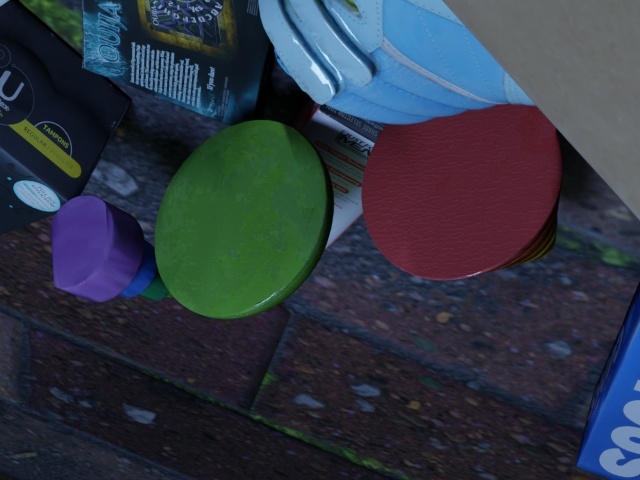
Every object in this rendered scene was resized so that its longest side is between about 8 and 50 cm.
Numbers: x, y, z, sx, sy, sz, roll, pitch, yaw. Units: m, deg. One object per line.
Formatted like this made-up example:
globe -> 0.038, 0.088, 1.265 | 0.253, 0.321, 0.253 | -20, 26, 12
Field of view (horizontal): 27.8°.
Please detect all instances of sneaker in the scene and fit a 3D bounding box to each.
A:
sneaker -> 0.017, -0.163, 0.608 | 0.208, 0.127, 0.319 | -10, 135, 40

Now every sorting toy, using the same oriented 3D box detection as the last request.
sorting toy -> 0.000, 0.000, 0.815 | 0.365, 0.127, 0.126 | -9, 156, 31

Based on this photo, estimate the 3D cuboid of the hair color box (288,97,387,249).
hair color box -> 0.007, -0.052, 0.860 | 0.072, 0.043, 0.141 | 29, 149, -11

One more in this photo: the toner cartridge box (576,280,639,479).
toner cartridge box -> 0.283, 0.074, 0.842 | 0.165, 0.075, 0.348 | 16, 148, 10

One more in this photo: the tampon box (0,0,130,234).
tampon box -> -0.241, -0.079, 0.923 | 0.120, 0.101, 0.161 | 40, 144, -27

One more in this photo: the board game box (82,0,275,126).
board game box -> -0.086, -0.148, 0.791 | 0.126, 0.026, 0.186 | 22, 149, 3

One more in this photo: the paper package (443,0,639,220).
paper package -> 0.138, -0.163, 0.336 | 0.309, 0.168, 0.325 | 46, 164, -12

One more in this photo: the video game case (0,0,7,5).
video game case -> -0.289, -0.223, 0.794 | 0.210, 0.042, 0.232 | -17, 131, 45
